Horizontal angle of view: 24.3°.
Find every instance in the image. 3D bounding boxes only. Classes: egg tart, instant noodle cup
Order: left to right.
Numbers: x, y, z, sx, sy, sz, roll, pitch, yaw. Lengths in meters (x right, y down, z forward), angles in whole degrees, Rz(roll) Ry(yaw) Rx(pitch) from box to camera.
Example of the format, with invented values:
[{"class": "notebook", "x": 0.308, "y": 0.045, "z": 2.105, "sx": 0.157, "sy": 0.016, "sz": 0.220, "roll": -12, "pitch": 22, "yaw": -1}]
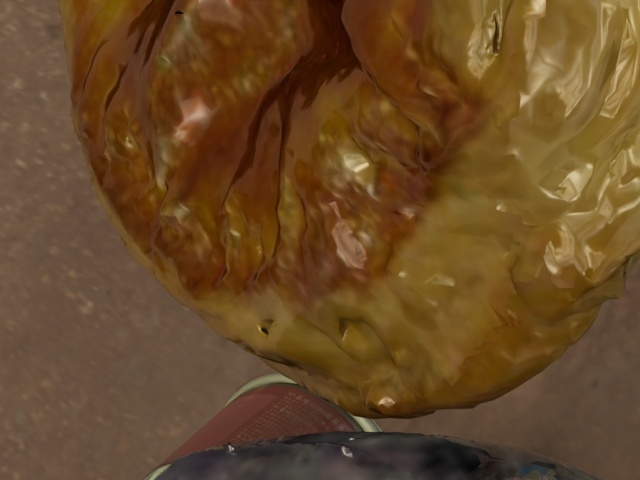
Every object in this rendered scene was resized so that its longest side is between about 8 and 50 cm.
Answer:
[{"class": "instant noodle cup", "x": -0.062, "y": 0.264, "z": 1.457, "sx": 0.178, "sy": 0.235, "sz": 0.234, "roll": -24, "pitch": 116, "yaw": -52}, {"class": "egg tart", "x": 0.023, "y": -0.155, "z": 0.549, "sx": 0.178, "sy": 0.443, "sz": 0.443, "roll": -11, "pitch": 107, "yaw": -28}]

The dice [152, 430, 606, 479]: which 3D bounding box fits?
[{"class": "dice", "x": 0.025, "y": 0.177, "z": 0.561, "sx": 0.183, "sy": 0.181, "sz": 0.182, "roll": 26, "pitch": 61, "yaw": -46}]
